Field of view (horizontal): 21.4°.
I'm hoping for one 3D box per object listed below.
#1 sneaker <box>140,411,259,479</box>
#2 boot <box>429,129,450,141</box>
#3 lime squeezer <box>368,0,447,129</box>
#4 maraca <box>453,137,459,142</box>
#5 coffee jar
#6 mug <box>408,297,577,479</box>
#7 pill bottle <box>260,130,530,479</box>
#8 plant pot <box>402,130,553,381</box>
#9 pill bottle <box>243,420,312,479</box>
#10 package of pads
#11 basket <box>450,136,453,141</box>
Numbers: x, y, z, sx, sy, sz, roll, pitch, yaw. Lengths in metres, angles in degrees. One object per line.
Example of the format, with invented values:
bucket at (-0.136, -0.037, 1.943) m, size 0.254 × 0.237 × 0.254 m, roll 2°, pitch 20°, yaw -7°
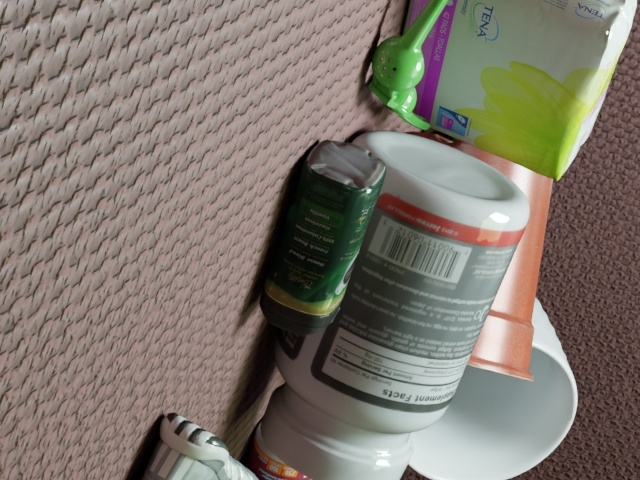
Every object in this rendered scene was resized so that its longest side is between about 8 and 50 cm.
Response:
sneaker at (-0.133, 0.248, 1.577) m, size 0.132 × 0.086 × 0.228 m, roll -59°, pitch 159°, yaw -13°
boot at (0.122, -0.015, 2.351) m, size 0.229 × 0.091 × 0.263 m, roll 74°, pitch 37°, yaw -68°
lime squeezer at (0.091, -0.181, 1.770) m, size 0.110 × 0.059 × 0.310 m, roll -56°, pitch 168°, yaw -28°
maraca at (0.241, -0.156, 2.300) m, size 0.099 × 0.127 × 0.185 m, roll 145°, pitch -61°, yaw -86°
coffee jar at (0.000, 0.000, 1.662) m, size 0.096 × 0.079 × 0.184 m, roll -56°, pitch 166°, yaw -61°
mug at (0.174, 0.187, 2.560) m, size 0.374 × 0.276 × 0.328 m, roll -37°, pitch -149°, yaw 14°
pill bottle at (0.071, 0.080, 1.861) m, size 0.362 × 0.210 × 0.210 m, roll -68°, pitch 170°, yaw 19°
plant pot at (0.165, 0.015, 2.110) m, size 0.272 × 0.272 × 0.265 m, roll 29°, pitch 75°, yaw -81°
pill bottle at (-0.055, 0.294, 2.072) m, size 0.086 × 0.086 × 0.152 m, roll -52°, pitch 163°, yaw -57°
package of pads at (0.206, -0.206, 1.840) m, size 0.296 × 0.229 × 0.101 m, roll 97°, pitch 19°, yaw -60°
basket at (0.270, -0.230, 2.408) m, size 0.226 × 0.154 × 0.204 m, roll -64°, pitch 165°, yaw 11°
